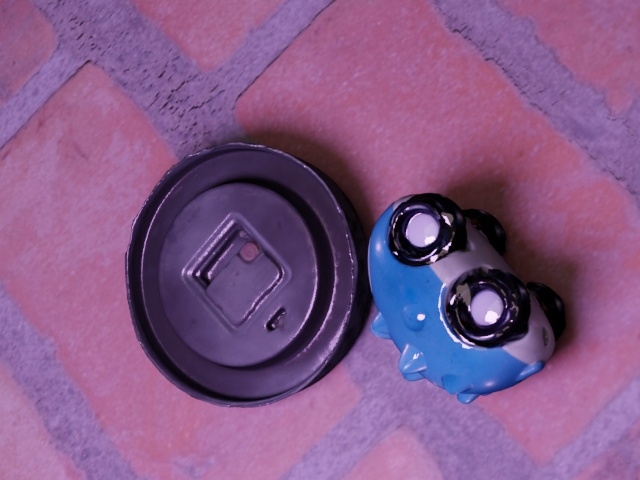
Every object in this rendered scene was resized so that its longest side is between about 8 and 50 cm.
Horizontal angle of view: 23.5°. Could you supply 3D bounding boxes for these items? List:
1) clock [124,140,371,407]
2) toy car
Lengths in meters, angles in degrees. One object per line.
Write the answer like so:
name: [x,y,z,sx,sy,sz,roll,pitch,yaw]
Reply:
clock: [-0.092,0.042,1.889,0.325,0.067,0.325,-1,89,26]
toy car: [0.145,0.072,1.748,0.190,0.188,0.255,-43,69,16]
